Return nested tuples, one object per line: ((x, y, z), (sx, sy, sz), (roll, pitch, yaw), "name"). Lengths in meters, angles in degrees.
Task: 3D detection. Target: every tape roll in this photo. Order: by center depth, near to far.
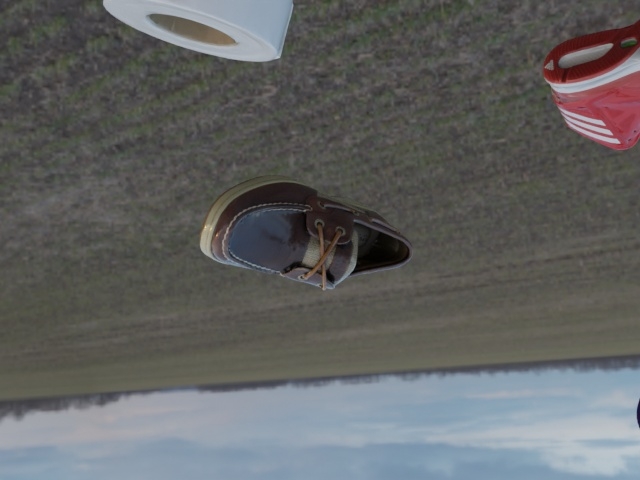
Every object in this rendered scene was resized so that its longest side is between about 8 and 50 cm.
((-0.190, -0.375, 1.234), (0.286, 0.100, 0.286), (14, 179, 0), "tape roll")

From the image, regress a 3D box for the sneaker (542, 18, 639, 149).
((0.354, -0.167, 0.808), (0.221, 0.087, 0.128), (-4, 147, 27), "sneaker")

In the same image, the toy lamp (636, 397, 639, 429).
((0.418, 0.209, 0.773), (0.275, 0.080, 0.080), (26, 155, -31), "toy lamp")

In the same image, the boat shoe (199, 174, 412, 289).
((0.000, 0.000, 1.011), (0.123, 0.123, 0.342), (30, -166, 36), "boat shoe")
